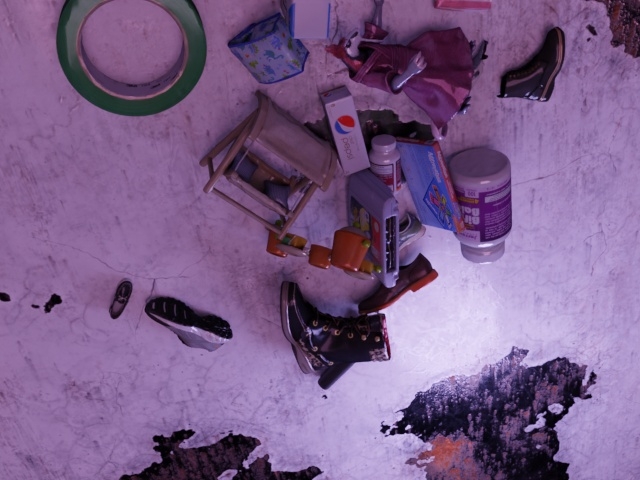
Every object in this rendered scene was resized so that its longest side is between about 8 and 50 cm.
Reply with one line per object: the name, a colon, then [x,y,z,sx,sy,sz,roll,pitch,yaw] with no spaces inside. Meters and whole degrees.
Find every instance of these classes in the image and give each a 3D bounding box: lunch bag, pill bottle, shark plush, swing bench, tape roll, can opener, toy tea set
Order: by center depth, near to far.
tape roll: [-0.416,-0.437,1.671,0.320,0.077,0.322,-7,125,-9]
lunch bag: [-0.122,-0.435,1.741,0.151,0.096,0.129,-16,133,34]
swing bench: [-0.123,-0.186,1.868,0.253,0.165,0.255,33,110,-30]
shark plush: [0.373,-0.429,1.900,0.067,0.073,0.161,32,121,3]
toy tea set: [0.000,0.000,1.980,0.335,0.200,0.124,15,81,15]
pill bottle: [0.170,-0.198,1.985,0.086,0.086,0.152,-11,126,-7]
pill bottle: [0.443,-0.088,2.081,0.169,0.169,0.302,-15,126,-4]
can opener: [0.084,0.352,2.366,0.093,0.074,0.280,39,109,4]

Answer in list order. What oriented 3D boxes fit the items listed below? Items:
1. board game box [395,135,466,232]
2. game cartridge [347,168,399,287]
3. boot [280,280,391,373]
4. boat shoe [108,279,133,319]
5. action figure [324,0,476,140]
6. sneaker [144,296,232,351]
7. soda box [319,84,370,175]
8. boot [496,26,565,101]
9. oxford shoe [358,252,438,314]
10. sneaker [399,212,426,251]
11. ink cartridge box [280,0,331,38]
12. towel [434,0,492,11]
board game box: [0.291,-0.148,2.008,0.027,0.145,0.281,-41,126,-26]
game cartridge: [0.140,-0.038,2.018,0.060,0.196,0.294,-18,129,-17]
boot: [0.045,0.246,2.184,0.284,0.138,0.378,-6,131,11]
boat shoe: [-0.551,0.163,2.075,0.046,0.038,0.125,22,116,-27]
action figure: [0.181,-0.421,1.800,0.369,0.248,0.276,4,148,-16]
sneaker: [-0.384,0.250,2.145,0.271,0.100,0.108,30,118,-30]
soda box: [0.063,-0.278,1.912,0.073,0.069,0.216,-20,127,-2]
boot: [0.537,-0.445,1.922,0.136,0.077,0.198,-1,123,-8]
oxford shoe: [0.214,0.131,2.241,0.271,0.097,0.098,-32,92,17]
sneaker: [0.202,-0.006,2.142,0.192,0.064,0.086,-38,124,6]
ink cartridge box: [-0.034,-0.539,1.623,0.085,0.203,0.148,-4,125,-10]
towel: [0.349,-0.638,1.765,0.144,0.029,0.197,-1,122,-14]
